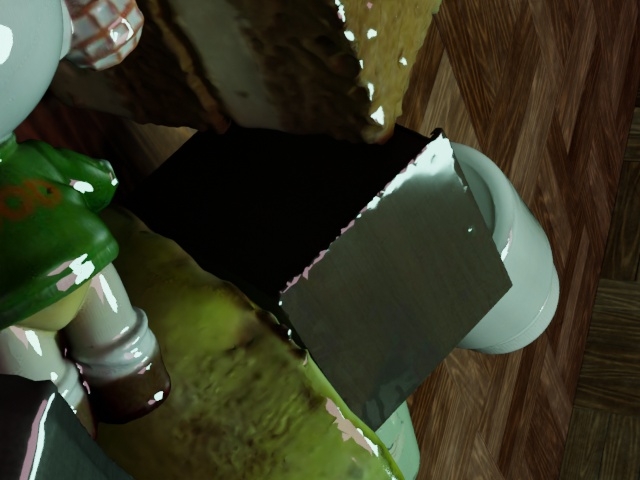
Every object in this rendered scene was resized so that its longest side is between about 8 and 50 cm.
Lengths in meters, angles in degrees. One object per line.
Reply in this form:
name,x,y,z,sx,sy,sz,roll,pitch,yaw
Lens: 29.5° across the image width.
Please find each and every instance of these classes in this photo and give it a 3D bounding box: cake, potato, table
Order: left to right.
potato,-0.126,0.142,0.866,0.213,0.330,0.280,-44,119,-17
cake,-0.069,-0.239,0.809,0.255,0.290,0.282,-68,152,-28
table,0.000,0.000,0.900,0.172,0.193,0.169,-45,133,-16

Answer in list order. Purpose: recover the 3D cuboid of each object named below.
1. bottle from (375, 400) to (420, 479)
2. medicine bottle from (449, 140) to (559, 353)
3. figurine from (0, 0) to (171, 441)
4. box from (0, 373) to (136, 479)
bottle,-0.020,0.092,1.128,0.168,0.168,0.347,-48,129,-53
medicine bottle,0.179,0.025,1.522,0.340,0.208,0.208,37,61,-63
figurine,-0.199,-0.051,0.645,0.281,0.167,0.370,-31,111,-24
box,-0.220,0.156,0.466,0.345,0.251,0.204,108,-7,-73
